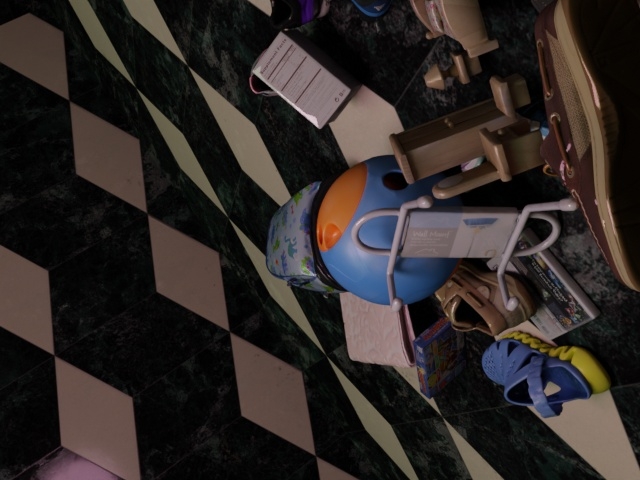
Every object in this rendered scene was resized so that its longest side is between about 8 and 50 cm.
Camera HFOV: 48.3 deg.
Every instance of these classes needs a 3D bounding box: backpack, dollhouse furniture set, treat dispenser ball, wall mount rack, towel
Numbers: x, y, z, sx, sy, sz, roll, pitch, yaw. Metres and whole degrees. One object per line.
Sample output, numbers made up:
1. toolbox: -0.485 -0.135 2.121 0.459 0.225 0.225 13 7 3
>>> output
1. backpack: 0.000 0.000 1.768 0.355 0.274 0.290 121 150 -83
2. dollhouse furniture set: 0.138 -0.271 0.962 0.303 0.174 0.355 -98 -14 -66
3. treat dispenser ball: 0.136 -0.020 1.362 0.288 0.288 0.288 47 158 26
4. wall mount rack: 0.230 -0.003 1.105 0.304 0.350 0.130 96 173 -51
5. towel: 0.136 0.160 1.821 0.332 0.053 0.316 164 99 -68

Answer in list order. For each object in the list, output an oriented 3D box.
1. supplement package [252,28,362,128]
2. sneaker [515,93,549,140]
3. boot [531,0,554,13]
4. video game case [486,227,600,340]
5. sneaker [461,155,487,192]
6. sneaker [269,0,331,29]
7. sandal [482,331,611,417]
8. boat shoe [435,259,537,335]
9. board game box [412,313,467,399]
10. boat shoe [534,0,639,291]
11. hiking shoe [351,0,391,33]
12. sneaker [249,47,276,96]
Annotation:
1. supplement package: -0.025 -0.324 1.425 0.179 0.105 0.105 41 115 1
2. sneaker: 0.343 -0.145 1.023 0.191 0.071 0.083 39 161 41
3. boot: 0.262 -0.402 0.785 0.338 0.118 0.222 43 156 5
4. video game case: 0.401 0.084 1.303 0.190 0.022 0.173 53 160 11
5. sneaker: 0.261 -0.136 1.273 0.069 0.038 0.098 49 149 25
6. sneaker: -0.068 -0.511 1.294 0.102 0.146 0.293 40 155 38
7. sandal: 0.407 0.267 1.403 0.126 0.138 0.317 57 162 -7
8. boat shoe: 0.295 0.119 1.437 0.121 0.110 0.341 57 169 -8
9. board game box: 0.285 0.268 1.681 0.035 0.136 0.201 35 150 40
10. boat shoe: 0.313 -0.110 0.797 0.123 0.123 0.341 170 81 -72
11. hiking shoe: 0.042 -0.460 1.056 0.132 0.113 0.304 85 176 -65
12. sneaker: -0.123 -0.381 1.640 0.112 0.131 0.319 60 160 -11
